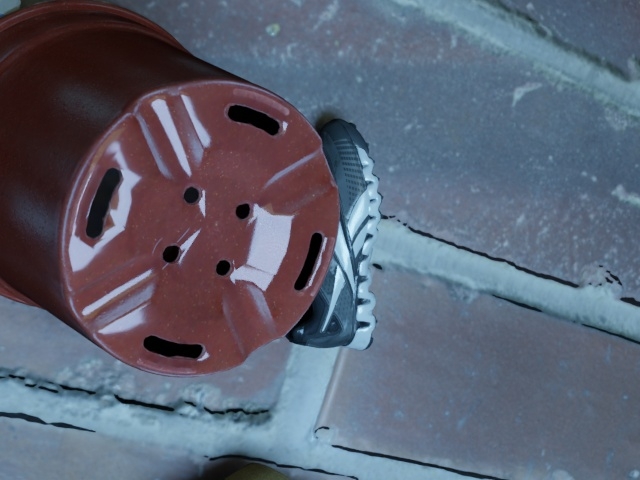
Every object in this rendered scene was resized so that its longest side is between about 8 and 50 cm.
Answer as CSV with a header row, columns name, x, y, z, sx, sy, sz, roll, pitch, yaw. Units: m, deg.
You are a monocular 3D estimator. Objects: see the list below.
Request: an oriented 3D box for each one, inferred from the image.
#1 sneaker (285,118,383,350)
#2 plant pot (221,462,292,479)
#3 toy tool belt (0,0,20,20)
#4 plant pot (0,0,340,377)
name,x,y,z,sx,sy,sz,roll,pitch,yaw
sneaker,0.000,0.000,0.908,0.106,0.078,0.234,-6,102,-28
plant pot,-0.095,0.340,0.846,0.254,0.237,0.237,-49,115,-27
toy tool belt,-0.272,-0.192,0.770,0.083,0.051,0.052,20,72,-39
plant pot,-0.139,-0.036,0.705,0.272,0.265,0.272,-11,111,-30
